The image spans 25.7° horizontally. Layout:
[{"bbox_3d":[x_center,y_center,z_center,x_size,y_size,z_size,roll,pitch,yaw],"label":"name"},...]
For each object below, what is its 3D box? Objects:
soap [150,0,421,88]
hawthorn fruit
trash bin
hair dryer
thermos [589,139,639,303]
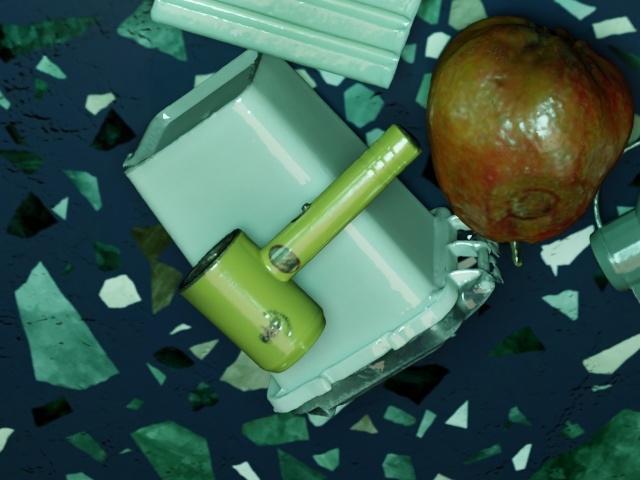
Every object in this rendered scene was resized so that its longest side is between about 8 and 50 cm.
[{"bbox_3d":[-0.029,-0.275,1.466,0.265,0.087,0.159,15,120,-9],"label":"soap"},{"bbox_3d":[0.212,-0.101,1.493,0.224,0.224,0.261,8,109,-5],"label":"hawthorn fruit"},{"bbox_3d":[-0.009,-0.028,1.550,0.296,0.256,0.367,-32,109,21],"label":"trash bin"},{"bbox_3d":[0.000,0.000,1.402,0.135,0.090,0.279,44,102,-8],"label":"hair dryer"},{"bbox_3d":[0.438,-0.050,1.591,0.286,0.145,0.182,-27,87,17],"label":"thermos"}]
